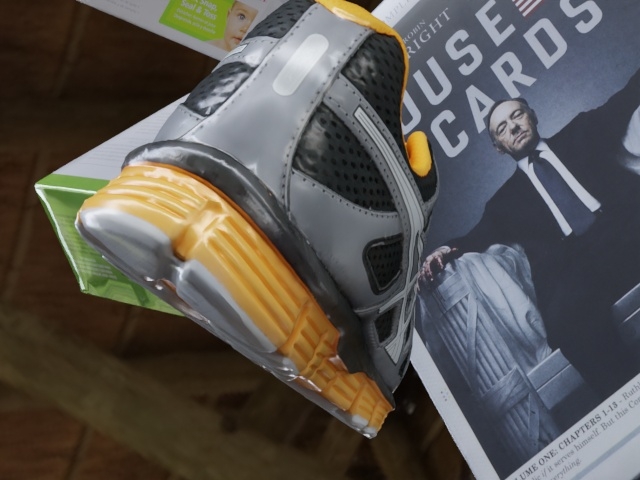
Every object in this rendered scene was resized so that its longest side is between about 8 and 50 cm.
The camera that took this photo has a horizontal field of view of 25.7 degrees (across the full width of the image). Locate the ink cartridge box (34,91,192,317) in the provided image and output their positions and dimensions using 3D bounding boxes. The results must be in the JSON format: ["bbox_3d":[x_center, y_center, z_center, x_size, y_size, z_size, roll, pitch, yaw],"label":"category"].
[{"bbox_3d":[-0.048,-0.055,1.033,0.189,0.255,0.097,9,-54,50],"label":"ink cartridge box"}]

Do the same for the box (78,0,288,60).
[{"bbox_3d":[-0.090,-0.197,0.906,0.114,0.203,0.103,-58,-135,16],"label":"box"}]

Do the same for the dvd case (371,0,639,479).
[{"bbox_3d":[0.092,-0.026,0.537,0.179,0.030,0.238,-44,-126,21],"label":"dvd case"}]

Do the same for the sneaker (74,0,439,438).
[{"bbox_3d":[0.000,0.000,0.408,0.084,0.083,0.215,31,-8,9],"label":"sneaker"}]
